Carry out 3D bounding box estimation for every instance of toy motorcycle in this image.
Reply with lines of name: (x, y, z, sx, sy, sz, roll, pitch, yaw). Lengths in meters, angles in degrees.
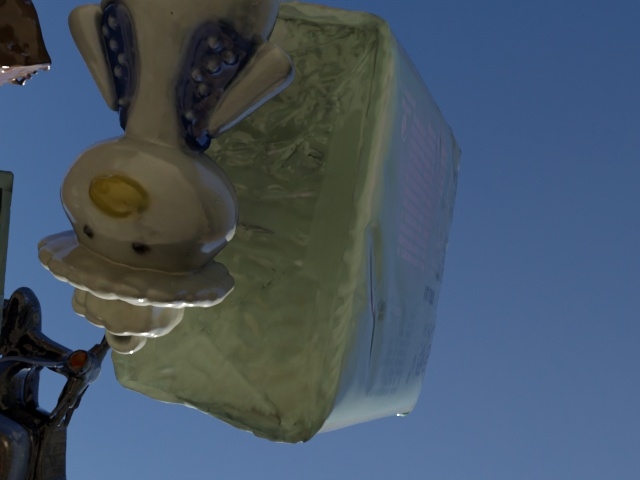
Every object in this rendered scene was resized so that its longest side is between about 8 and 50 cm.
toy motorcycle: (-0.375, 0.242, 1.202, 0.212, 0.125, 0.359, -1, -94, 23)

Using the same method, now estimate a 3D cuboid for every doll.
doll: (-0.091, -0.071, 0.528, 0.138, 0.119, 0.293, 15, -78, 4)

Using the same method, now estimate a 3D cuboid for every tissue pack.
tissue pack: (0.000, 0.000, 0.862, 0.205, 0.405, 0.332, 11, -95, 16)

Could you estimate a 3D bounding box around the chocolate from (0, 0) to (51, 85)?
chocolate: (-0.299, -0.120, 0.582, 0.321, 0.112, 0.112, -3, -75, 49)

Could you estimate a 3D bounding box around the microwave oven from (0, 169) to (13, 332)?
microwave oven: (-0.471, 0.010, 1.078, 0.162, 0.122, 0.208, 8, -85, 23)
